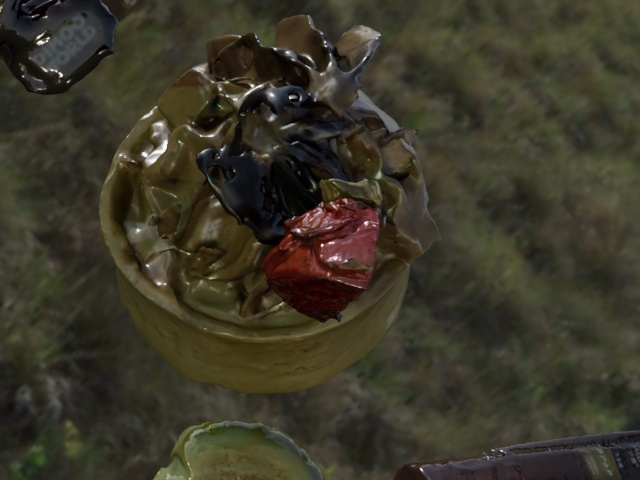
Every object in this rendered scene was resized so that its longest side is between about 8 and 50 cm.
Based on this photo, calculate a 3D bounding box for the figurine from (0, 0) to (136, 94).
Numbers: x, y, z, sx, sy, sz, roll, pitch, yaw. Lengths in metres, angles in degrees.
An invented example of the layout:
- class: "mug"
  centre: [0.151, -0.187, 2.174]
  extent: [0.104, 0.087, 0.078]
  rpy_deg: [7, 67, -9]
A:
- class: "figurine"
  centre: [-0.237, -0.233, 0.993]
  extent: [0.218, 0.206, 0.365]
  rpy_deg: [10, 11, -30]

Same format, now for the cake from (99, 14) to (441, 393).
- class: "cake"
  centre: [-0.054, -0.053, 1.380]
  extent: [0.321, 0.332, 0.332]
  rpy_deg: [93, -26, -57]

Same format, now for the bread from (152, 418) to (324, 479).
- class: "bread"
  centre: [-0.090, 0.293, 1.511]
  extent: [0.213, 0.213, 0.105]
  rpy_deg: [51, -10, 1]

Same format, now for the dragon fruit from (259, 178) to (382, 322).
- class: "dragon fruit"
  centre: [0.000, 0.000, 1.179]
  extent: [0.083, 0.106, 0.162]
  rpy_deg: [17, -15, -3]

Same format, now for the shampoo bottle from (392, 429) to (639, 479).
- class: "shampoo bottle"
  centre: [0.154, 0.145, 0.819]
  extent: [0.236, 0.067, 0.068]
  rpy_deg: [-4, 76, -26]
